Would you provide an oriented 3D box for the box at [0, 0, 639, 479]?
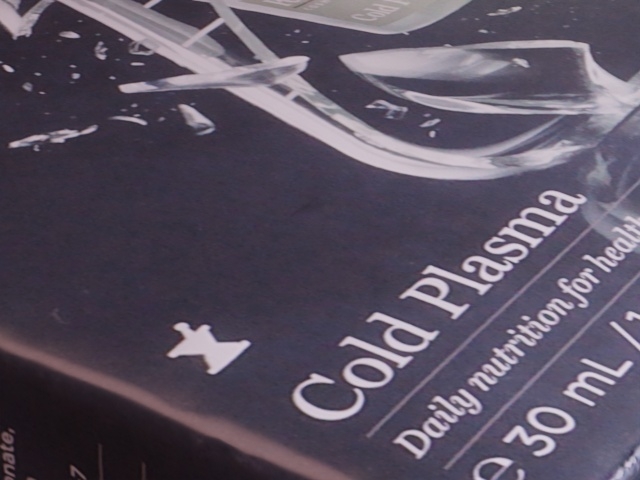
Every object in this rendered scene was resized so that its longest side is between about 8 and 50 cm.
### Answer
[{"bbox_3d":[0.000,0.045,0.881,0.471,0.297,0.480,18,35,29],"label":"box"}]
